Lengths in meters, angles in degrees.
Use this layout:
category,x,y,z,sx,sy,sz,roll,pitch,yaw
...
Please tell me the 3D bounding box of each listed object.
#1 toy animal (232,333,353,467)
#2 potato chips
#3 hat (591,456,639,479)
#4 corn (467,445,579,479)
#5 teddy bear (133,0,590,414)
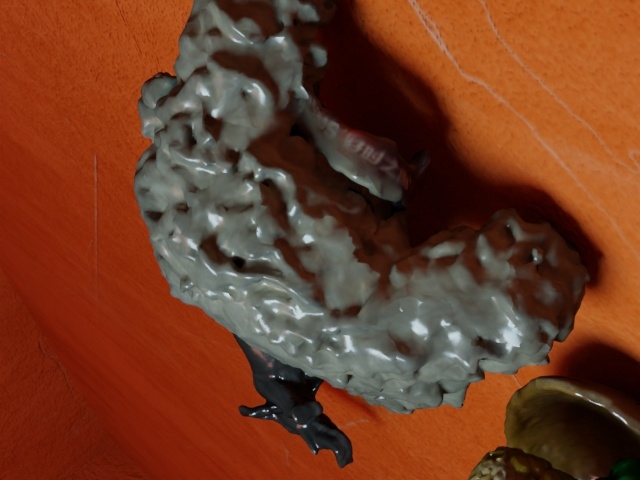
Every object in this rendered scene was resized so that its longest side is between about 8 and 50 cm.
category,x,y,z,sx,sy,sz,roll,pitch,yaw
toy animal,-0.028,0.138,1.276,0.146,0.114,0.245,-4,102,57
potato chips,0.210,0.152,0.855,0.150,0.049,0.202,23,159,19
hat,0.288,0.289,0.718,0.332,0.242,0.274,52,180,-45
corn,0.213,0.256,0.865,0.322,0.119,0.119,41,165,-28
teddy bear,0.000,0.000,0.897,0.357,0.224,0.367,46,174,7
